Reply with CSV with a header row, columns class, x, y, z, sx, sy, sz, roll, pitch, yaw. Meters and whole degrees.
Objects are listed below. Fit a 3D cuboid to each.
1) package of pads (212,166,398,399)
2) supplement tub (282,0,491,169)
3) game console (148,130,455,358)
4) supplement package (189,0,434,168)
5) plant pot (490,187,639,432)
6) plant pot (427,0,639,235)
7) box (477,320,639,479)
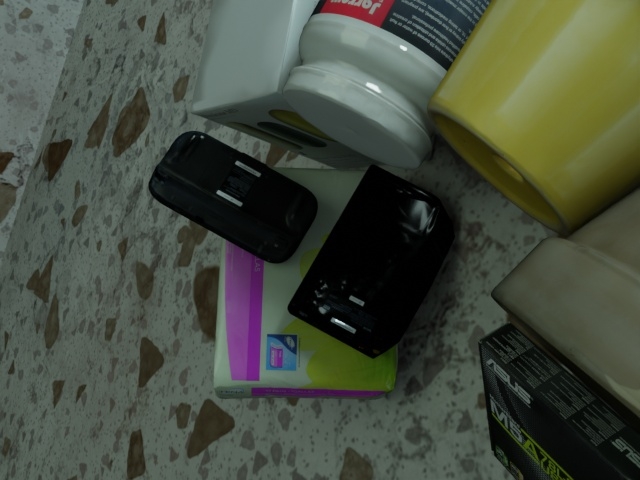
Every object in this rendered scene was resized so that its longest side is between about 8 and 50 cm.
class,x,y,z,sx,sy,sz,roll,pitch,yaw
package of pads,-0.013,0.051,0.963,0.101,0.229,0.296,104,167,-71
supplement tub,0.096,-0.234,0.811,0.191,0.191,0.272,22,82,51
game console,-0.028,-0.029,0.916,0.213,0.361,0.044,-59,-6,-23
supplement package,0.004,-0.229,1.007,0.199,0.263,0.198,1,77,50
plant pot,0.333,0.044,0.529,0.280,0.323,0.323,-48,43,3
plant pot,0.228,-0.143,0.631,0.239,0.254,0.254,-48,43,4
box,0.222,0.195,0.683,0.045,0.184,0.190,-30,42,-13
